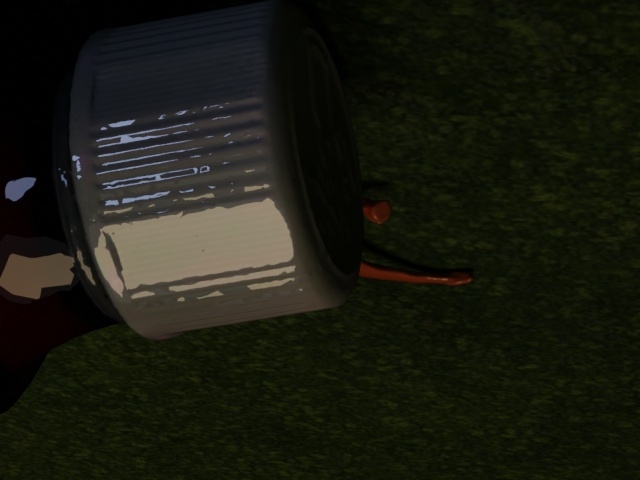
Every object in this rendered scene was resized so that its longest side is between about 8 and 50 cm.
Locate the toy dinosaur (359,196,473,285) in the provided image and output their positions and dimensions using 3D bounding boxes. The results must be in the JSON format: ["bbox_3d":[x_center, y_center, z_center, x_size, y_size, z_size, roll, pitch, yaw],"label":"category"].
[{"bbox_3d":[0.001,-0.006,1.178,0.280,0.055,0.101,20,163,-29],"label":"toy dinosaur"}]

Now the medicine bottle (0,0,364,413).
[{"bbox_3d":[-0.178,-0.015,1.004,0.395,0.242,0.242,-9,153,9],"label":"medicine bottle"}]
